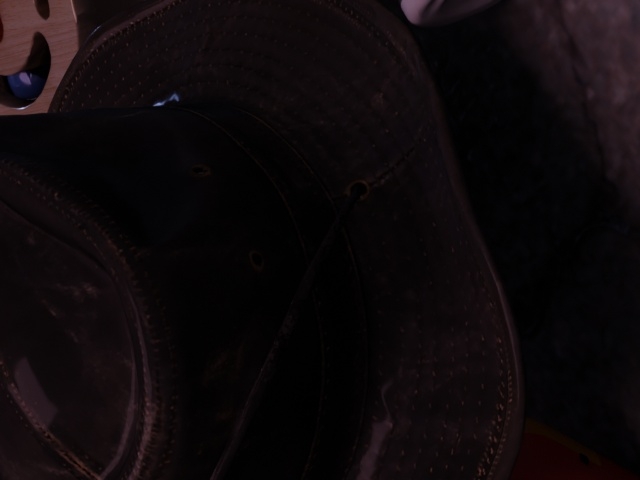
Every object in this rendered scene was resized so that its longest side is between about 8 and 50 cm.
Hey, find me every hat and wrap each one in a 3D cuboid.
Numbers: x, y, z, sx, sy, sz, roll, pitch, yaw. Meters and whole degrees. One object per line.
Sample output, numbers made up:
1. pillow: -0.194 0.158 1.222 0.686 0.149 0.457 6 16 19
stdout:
1. hat: -0.087 0.032 0.504 0.331 0.134 0.331 -11 75 42

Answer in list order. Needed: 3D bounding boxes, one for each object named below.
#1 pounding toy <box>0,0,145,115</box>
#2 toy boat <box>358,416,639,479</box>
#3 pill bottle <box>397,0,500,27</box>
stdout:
1. pounding toy: -0.169 -0.118 0.709 0.269 0.154 0.154 22 127 46
2. toy boat: 0.017 0.200 0.576 0.148 0.267 0.318 23 112 -6
3. pill bottle: 0.038 -0.148 0.506 0.065 0.065 0.116 -41 73 52
